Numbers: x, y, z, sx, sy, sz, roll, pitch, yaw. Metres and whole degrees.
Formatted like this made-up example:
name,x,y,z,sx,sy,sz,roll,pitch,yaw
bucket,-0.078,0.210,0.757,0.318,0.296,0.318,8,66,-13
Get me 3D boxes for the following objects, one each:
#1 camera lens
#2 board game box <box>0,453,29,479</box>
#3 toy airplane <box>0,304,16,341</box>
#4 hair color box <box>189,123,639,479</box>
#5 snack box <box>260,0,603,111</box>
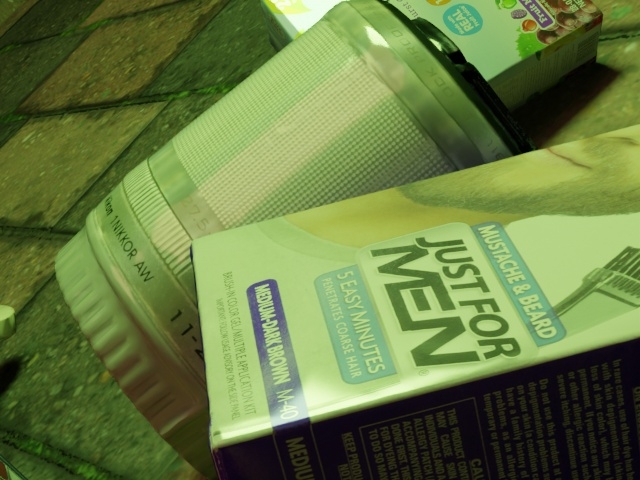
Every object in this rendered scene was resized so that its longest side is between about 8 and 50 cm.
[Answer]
name,x,y,z,sx,sy,sz,roll,pitch,yaw
camera lens,0.000,0.000,0.797,0.274,0.219,0.219,-39,25,3
board game box,-0.253,0.166,0.844,0.042,0.243,0.165,-41,25,-3
toy airplane,-0.482,0.130,1.088,0.384,0.273,0.386,-21,-1,-2
hair color box,0.118,0.037,0.568,0.338,0.110,0.185,-13,27,-3
snack box,0.085,-0.166,0.982,0.207,0.070,0.174,-32,63,-9
